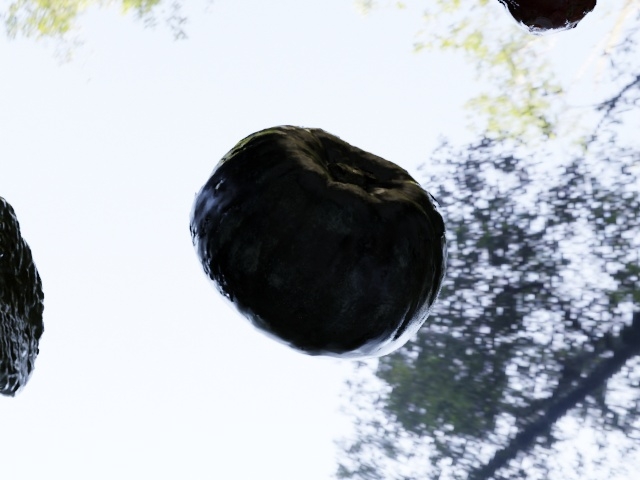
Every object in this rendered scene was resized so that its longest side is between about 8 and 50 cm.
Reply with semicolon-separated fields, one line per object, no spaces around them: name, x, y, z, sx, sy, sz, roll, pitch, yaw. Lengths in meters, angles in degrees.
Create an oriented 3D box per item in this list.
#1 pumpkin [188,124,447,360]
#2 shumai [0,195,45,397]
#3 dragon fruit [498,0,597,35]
pumpkin;0.000;0.000;1.062;0.233;0.233;0.163;19;-68;-17
shumai;-0.320;0.057;1.007;0.142;0.184;0.184;-9;-88;12
dragon fruit;0.206;-0.259;1.266;0.190;0.094;0.094;0;-91;-23
